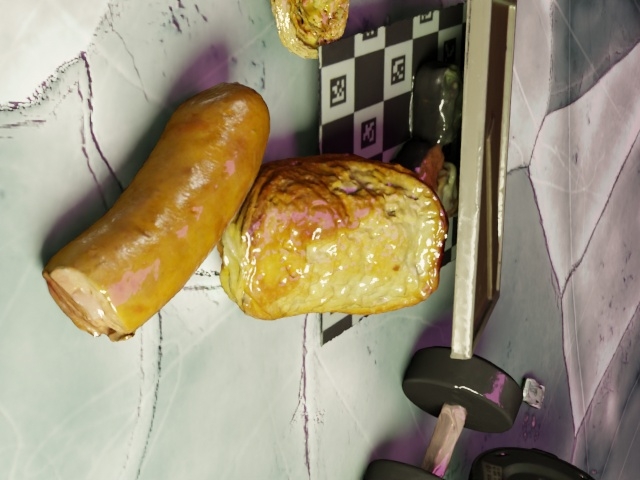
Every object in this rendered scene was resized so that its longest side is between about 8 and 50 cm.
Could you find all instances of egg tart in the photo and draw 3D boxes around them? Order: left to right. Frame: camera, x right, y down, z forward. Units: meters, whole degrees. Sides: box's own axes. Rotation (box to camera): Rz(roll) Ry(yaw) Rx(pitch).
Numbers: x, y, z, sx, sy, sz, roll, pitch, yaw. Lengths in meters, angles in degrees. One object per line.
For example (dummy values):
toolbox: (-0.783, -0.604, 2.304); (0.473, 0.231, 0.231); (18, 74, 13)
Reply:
egg tart: (-0.020, -0.253, 1.057); (0.129, 0.049, 0.128); (-19, 115, -49)

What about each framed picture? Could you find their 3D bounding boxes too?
framed picture: (0.217, -0.102, 1.336); (0.326, 0.028, 0.446); (-31, 124, -71)

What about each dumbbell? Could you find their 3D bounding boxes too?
dumbbell: (0.152, 0.260, 1.292); (0.152, 0.152, 0.218); (52, 55, -45)

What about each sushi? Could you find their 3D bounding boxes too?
sushi: (0.121, -0.085, 1.230); (0.343, 0.064, 0.359); (-28, 124, -49)

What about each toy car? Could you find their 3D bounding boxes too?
toy car: (0.351, 0.251, 1.677); (0.093, 0.025, 0.041); (30, 72, -52)

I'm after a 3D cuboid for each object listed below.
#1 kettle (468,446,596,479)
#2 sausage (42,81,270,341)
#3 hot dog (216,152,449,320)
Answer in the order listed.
kettle: (0.253, 0.453, 1.422); (0.203, 0.262, 0.308); (6, 111, -23)
sausage: (-0.128, -0.033, 0.898); (0.270, 0.109, 0.109); (-59, 138, -30)
hot dog: (0.000, -0.001, 1.062); (0.259, 0.114, 0.175); (-1, 108, -29)
